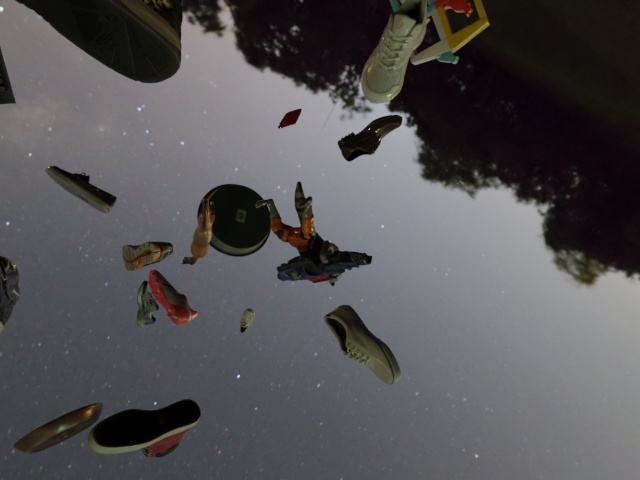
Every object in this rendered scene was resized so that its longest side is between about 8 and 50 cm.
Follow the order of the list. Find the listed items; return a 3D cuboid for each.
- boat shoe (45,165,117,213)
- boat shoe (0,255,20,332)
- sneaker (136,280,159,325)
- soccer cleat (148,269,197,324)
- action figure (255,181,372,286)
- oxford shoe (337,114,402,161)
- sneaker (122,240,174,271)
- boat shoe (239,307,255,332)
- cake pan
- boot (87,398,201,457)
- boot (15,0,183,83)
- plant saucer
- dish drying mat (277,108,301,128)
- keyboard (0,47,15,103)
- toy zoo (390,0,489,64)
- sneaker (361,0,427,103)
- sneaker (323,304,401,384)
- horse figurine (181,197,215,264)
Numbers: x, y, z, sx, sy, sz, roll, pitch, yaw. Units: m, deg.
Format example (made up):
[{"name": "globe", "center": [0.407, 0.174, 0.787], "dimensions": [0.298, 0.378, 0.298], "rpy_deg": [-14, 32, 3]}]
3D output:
[{"name": "boat shoe", "center": [-0.780, -0.182, 1.474], "dimensions": [0.228, 0.080, 0.076], "rpy_deg": [34, -117, -11]}, {"name": "boat shoe", "center": [-0.460, 0.049, 0.609], "dimensions": [0.084, 0.233, 0.079], "rpy_deg": [28, -130, -8]}, {"name": "sneaker", "center": [-0.492, 0.179, 1.285], "dimensions": [0.058, 0.135, 0.052], "rpy_deg": [3, -166, -11]}, {"name": "soccer cleat", "center": [-0.537, 0.200, 1.610], "dimensions": [0.095, 0.083, 0.248], "rpy_deg": [-11, -130, -47]}, {"name": "action figure", "center": [0.000, 0.000, 1.333], "dimensions": [0.330, 0.341, 0.178], "rpy_deg": [61, -142, -31]}, {"name": "oxford shoe", "center": [0.171, -0.325, 1.450], "dimensions": [0.083, 0.227, 0.096], "rpy_deg": [15, -128, -57]}, {"name": "sneaker", "center": [-0.539, 0.045, 1.384], "dimensions": [0.083, 0.215, 0.084], "rpy_deg": [-15, -84, -53]}, {"name": "boat shoe", "center": [-0.219, 0.238, 1.312], "dimensions": [0.035, 0.100, 0.035], "rpy_deg": [27, -137, -2]}, {"name": "cake pan", "center": [-0.314, -0.085, 1.696], "dimensions": [0.293, 0.054, 0.293], "rpy_deg": [9, -108, -27]}, {"name": "boot", "center": [-0.414, 0.459, 1.020], "dimensions": [0.244, 0.176, 0.088], "rpy_deg": [5, -139, -45]}, {"name": "boot", "center": [-0.298, -0.411, 0.532], "dimensions": [0.377, 0.138, 0.284], "rpy_deg": [35, -129, -43]}, {"name": "plant saucer", "center": [-0.532, 0.391, 0.923], "dimensions": [0.168, 0.168, 0.029], "rpy_deg": [-12, -114, -51]}, {"name": "dish drying mat", "center": [-0.051, -0.205, 0.750], "dimensions": [0.032, 0.008, 0.083], "rpy_deg": [-13, -153, 12]}, {"name": "keyboard", "center": [-0.627, -0.203, 0.643], "dimensions": [0.317, 0.201, 0.033], "rpy_deg": [-13, -115, -28]}, {"name": "toy zoo", "center": [0.276, -0.562, 1.071], "dimensions": [0.030, 0.192, 0.293], "rpy_deg": [-18, -92, -59]}, {"name": "sneaker", "center": [0.143, -0.383, 0.877], "dimensions": [0.090, 0.232, 0.115], "rpy_deg": [22, 169, 7]}, {"name": "sneaker", "center": [0.103, 0.287, 1.194], "dimensions": [0.091, 0.094, 0.258], "rpy_deg": [-19, -128, -37]}, {"name": "horse figurine", "center": [-0.395, -0.023, 1.485], "dimensions": [0.066, 0.263, 0.174], "rpy_deg": [15, -169, -19]}]
